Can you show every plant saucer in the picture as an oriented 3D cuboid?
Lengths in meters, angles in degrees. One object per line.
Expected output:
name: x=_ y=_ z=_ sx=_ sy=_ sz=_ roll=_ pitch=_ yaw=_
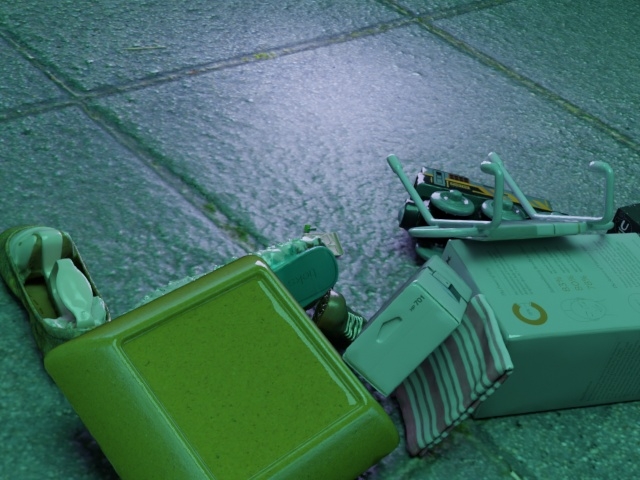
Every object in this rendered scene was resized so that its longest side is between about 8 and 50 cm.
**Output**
plant saucer: x=-0.100 y=0.177 z=1.095 sx=0.333 sy=0.081 sz=0.332 roll=-27 pitch=70 yaw=-36

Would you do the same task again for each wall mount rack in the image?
wall mount rack: x=0.270 y=-0.074 z=1.414 sx=0.350 sy=0.130 sz=0.304 roll=-2 pitch=5 yaw=-25

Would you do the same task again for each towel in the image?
towel: x=0.172 y=0.180 z=1.231 sx=0.029 sy=0.197 sz=0.144 roll=26 pitch=29 yaw=-28

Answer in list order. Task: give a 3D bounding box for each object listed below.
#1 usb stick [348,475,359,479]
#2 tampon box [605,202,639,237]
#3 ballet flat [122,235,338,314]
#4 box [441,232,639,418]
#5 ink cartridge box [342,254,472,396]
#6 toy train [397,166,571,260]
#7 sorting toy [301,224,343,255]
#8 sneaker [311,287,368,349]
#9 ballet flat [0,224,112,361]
usb stick: x=-0.084 y=0.309 z=1.101 sx=0.278 sy=0.045 sz=0.077 roll=3 pitch=46 yaw=-13
tampon box: x=0.555 y=0.031 z=1.564 sx=0.102 sy=0.161 sz=0.120 roll=-12 pitch=44 yaw=-30
ballet flat: x=-0.146 y=0.099 z=1.317 sx=0.409 sy=0.147 sz=0.147 roll=-22 pitch=48 yaw=-41
box: x=0.362 y=0.120 z=1.382 sx=0.346 sy=0.168 sz=0.215 roll=-2 pitch=39 yaw=-20
ink cartridge box: x=0.118 y=0.106 z=1.195 sx=0.082 sy=0.139 sz=0.191 roll=44 pitch=16 yaw=2
toy train: x=0.298 y=-0.030 z=1.597 sx=0.334 sy=0.142 sz=0.190 roll=12 pitch=27 yaw=-1
sorting toy: x=0.000 y=0.000 z=1.560 sx=0.062 sy=0.012 sz=0.083 roll=-5 pitch=43 yaw=-15
sneaker: x=0.035 y=0.117 z=1.299 sx=0.086 sy=0.192 sz=0.064 roll=22 pitch=77 yaw=-2
ballet flat: x=-0.374 y=0.054 z=1.290 sx=0.123 sy=0.123 sz=0.348 roll=-11 pitch=42 yaw=-29
